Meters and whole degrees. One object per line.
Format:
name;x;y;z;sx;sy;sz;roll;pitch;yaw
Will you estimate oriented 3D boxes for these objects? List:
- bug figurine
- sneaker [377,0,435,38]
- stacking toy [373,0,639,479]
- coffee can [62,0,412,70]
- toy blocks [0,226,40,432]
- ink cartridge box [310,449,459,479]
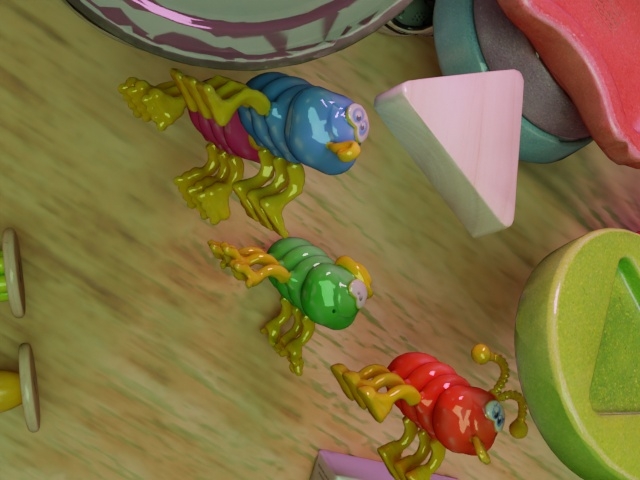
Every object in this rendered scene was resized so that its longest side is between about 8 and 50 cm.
bug figurine;0.000;0.000;0.723;0.072;0.216;0.279;-37;125;-14
sneaker;0.071;-0.132;0.823;0.083;0.037;0.032;-4;97;-11
stacking toy;0.132;-0.013;0.766;0.279;0.130;0.309;-38;100;-41
coffee can;-0.053;-0.186;0.671;0.201;0.275;0.202;-1;98;-10
toy blocks;-0.241;0.060;0.788;0.148;0.054;0.123;-7;100;-9
ink cartridge box;0.032;0.210;0.857;0.099;0.056;0.135;14;95;-13
